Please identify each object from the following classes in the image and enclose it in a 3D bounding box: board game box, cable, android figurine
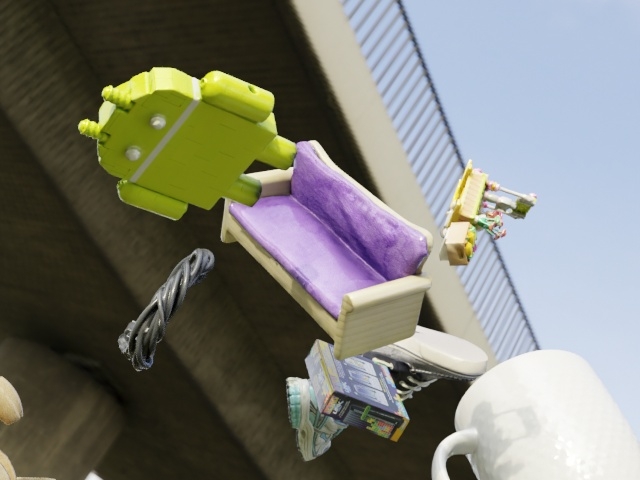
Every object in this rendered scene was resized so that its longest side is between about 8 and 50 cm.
[{"bbox_3d":[0.056,0.240,1.592,0.141,0.048,0.170,22,17,-17],"label":"board game box"},{"bbox_3d":[-0.165,0.073,1.085,0.047,0.150,0.184,39,-7,-6],"label":"cable"},{"bbox_3d":[-0.172,-0.125,1.271,0.273,0.056,0.248,21,-49,-35],"label":"android figurine"}]

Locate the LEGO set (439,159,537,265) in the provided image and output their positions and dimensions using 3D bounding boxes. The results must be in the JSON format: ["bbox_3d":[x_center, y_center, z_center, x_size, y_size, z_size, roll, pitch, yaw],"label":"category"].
[{"bbox_3d":[0.228,-0.029,1.328,0.107,0.132,0.287,20,7,4],"label":"LEGO set"}]

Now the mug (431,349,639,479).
[{"bbox_3d":[0.368,0.396,1.660,0.374,0.328,0.276,-1,-52,-18],"label":"mug"}]

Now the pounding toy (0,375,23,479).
[{"bbox_3d":[-0.480,0.312,1.270,0.154,0.269,0.155,55,-11,-6],"label":"pounding toy"}]

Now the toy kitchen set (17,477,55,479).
[{"bbox_3d":[-0.383,0.375,1.391,0.075,0.068,0.083,-10,-23,36],"label":"toy kitchen set"}]

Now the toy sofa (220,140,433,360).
[{"bbox_3d":[0.000,0.000,1.498,0.362,0.150,0.177,43,-45,41],"label":"toy sofa"}]

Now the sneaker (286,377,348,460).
[{"bbox_3d":[0.010,0.354,1.923,0.122,0.110,0.283,-6,-30,4],"label":"sneaker"}]

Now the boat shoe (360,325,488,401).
[{"bbox_3d":[0.184,0.255,1.913,0.127,0.158,0.340,2,9,-35],"label":"boat shoe"}]
